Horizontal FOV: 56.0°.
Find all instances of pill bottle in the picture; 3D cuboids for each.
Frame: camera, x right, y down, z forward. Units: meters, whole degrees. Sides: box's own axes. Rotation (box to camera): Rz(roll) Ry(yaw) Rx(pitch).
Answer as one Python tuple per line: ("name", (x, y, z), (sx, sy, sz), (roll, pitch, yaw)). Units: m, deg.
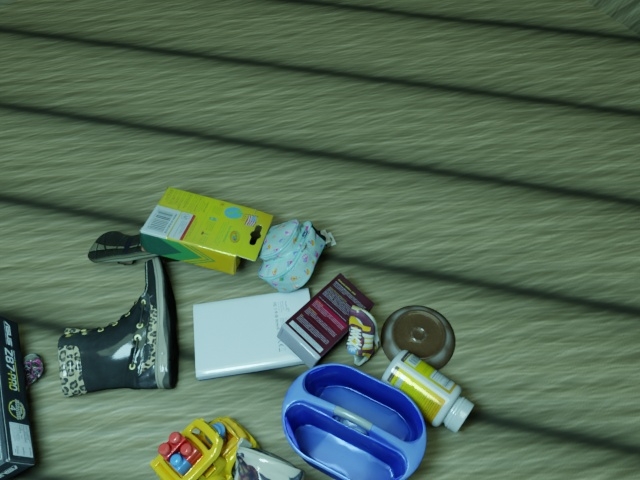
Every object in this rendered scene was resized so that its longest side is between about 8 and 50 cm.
("pill bottle", (0.261, 0.371, 1.471), (0.215, 0.117, 0.117), (33, 65, 20))

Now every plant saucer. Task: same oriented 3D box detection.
("plant saucer", (0.259, 0.254, 1.594), (0.199, 0.036, 0.198), (-1, 59, 2))

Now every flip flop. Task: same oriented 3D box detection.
("flip flop", (-0.552, 0.030, 1.740), (0.277, 0.080, 0.112), (-4, 48, 17))

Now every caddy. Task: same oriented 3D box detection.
("caddy", (0.076, 0.437, 1.405), (0.342, 0.179, 0.241), (22, 61, 16))

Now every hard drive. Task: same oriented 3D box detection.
("hard drive", (-0.175, 0.248, 1.615), (0.319, 0.040, 0.210), (-8, 58, -3))

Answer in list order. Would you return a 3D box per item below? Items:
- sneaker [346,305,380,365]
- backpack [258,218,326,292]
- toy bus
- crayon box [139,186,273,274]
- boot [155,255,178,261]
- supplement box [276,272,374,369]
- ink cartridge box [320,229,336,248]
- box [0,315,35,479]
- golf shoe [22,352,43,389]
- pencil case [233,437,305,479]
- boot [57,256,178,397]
("sneaker", (0.100, 0.245, 1.520), (0.070, 0.185, 0.084), (20, 56, 38))
("backpack", (-0.089, 0.043, 1.654), (0.166, 0.144, 0.188), (-14, 50, 40))
("toy bus", (-0.272, 0.479, 1.364), (0.150, 0.211, 0.220), (29, 61, 35))
("crayon box", (-0.310, -0.024, 1.672), (0.319, 0.081, 0.202), (15, 44, 3))
("boot", (-0.374, -0.022, 1.772), (0.213, 0.077, 0.165), (-3, 57, 9))
("supplement box", (0.016, 0.207, 1.575), (0.130, 0.073, 0.239), (42, 56, 13))
("ink cartridge box", (0.000, 0.000, 1.770), (0.083, 0.028, 0.048), (-20, 59, -10))
("box", (-0.868, 0.421, 1.454), (0.318, 0.097, 0.394), (-30, 59, 5))
("golf shoe", (-0.793, 0.375, 1.561), (0.186, 0.067, 0.086), (-49, 27, -13))
("pencil case", (-0.154, 0.638, 1.251), (0.184, 0.160, 0.410), (8, 72, 21))
("boot", (-0.531, 0.230, 1.594), (0.285, 0.138, 0.377), (-10, 63, -3))
